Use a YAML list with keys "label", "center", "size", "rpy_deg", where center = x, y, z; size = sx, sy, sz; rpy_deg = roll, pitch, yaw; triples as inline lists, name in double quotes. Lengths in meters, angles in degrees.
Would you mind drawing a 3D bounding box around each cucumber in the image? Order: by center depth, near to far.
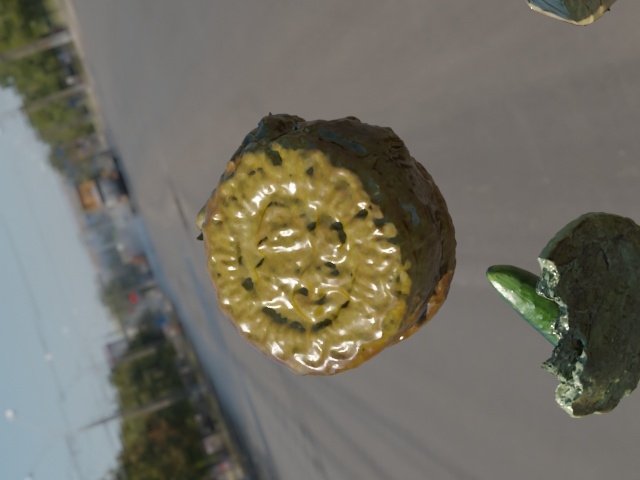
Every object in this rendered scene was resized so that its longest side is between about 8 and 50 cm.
- label: "cucumber"
  center: [0.289, 0.099, 1.881]
  size: [0.250, 0.056, 0.056]
  rpy_deg: [38, -170, -27]

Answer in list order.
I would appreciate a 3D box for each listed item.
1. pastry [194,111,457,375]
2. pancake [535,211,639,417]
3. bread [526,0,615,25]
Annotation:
- label: "pastry"
  center: [0.000, 0.000, 1.422]
  size: [0.235, 0.240, 0.132]
  rpy_deg: [47, -153, 7]
- label: "pancake"
  center: [0.177, 0.045, 0.990]
  size: [0.023, 0.116, 0.129]
  rpy_deg: [11, 106, 48]
- label: "bread"
  center: [0.263, -0.330, 1.523]
  size: [0.142, 0.224, 0.212]
  rpy_deg: [26, 152, 32]
